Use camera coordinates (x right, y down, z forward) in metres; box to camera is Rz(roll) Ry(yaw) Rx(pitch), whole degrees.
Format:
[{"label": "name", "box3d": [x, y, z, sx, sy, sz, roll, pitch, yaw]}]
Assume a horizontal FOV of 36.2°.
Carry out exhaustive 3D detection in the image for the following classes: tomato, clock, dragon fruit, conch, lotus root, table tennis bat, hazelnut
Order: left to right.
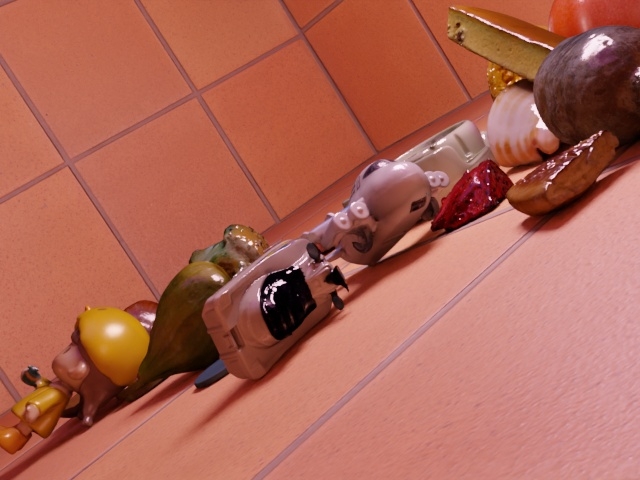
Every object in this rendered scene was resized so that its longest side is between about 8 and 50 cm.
[{"label": "hazelnut", "box3d": [-0.385, 0.202, 2.165, 0.154, 0.143, 0.143, 7, 6, -1]}, {"label": "table tennis bat", "box3d": [-0.139, 0.185, 1.545, 0.100, 0.019, 0.155, -27, 9, 49]}, {"label": "clock", "box3d": [0.210, -0.129, 1.866, 0.265, 0.109, 0.324, -29, 6, 37]}, {"label": "dragon fruit", "box3d": [0.219, -0.067, 1.494, 0.131, 0.063, 0.097, -29, 6, 35]}, {"label": "conch", "box3d": [0.353, -0.207, 1.635, 0.158, 0.127, 0.255, -32, 5, -5]}, {"label": "lotus root", "box3d": [0.381, -0.207, 1.309, 0.175, 0.175, 0.349, -32, 5, 4]}, {"label": "tomato", "box3d": [0.535, -0.390, 1.750, 0.255, 0.225, 0.256, -17, 2, 1]}]

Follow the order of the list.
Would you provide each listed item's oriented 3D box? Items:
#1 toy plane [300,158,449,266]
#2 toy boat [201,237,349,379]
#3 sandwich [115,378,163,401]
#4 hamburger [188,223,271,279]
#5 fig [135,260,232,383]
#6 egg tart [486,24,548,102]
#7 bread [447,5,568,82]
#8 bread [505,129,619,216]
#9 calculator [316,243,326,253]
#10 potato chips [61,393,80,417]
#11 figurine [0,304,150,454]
[{"label": "toy plane", "box3d": [0.086, -0.042, 1.554, 0.266, 0.123, 0.267, -31, -11, -7]}, {"label": "toy boat", "box3d": [-0.047, 0.079, 1.378, 0.140, 0.141, 0.269, -27, 6, 47]}, {"label": "sandwich", "box3d": [-0.323, 0.263, 1.840, 0.135, 0.029, 0.067, -35, 0, -16]}, {"label": "hamburger", "box3d": [-0.173, 0.066, 1.995, 0.167, 0.192, 0.288, -23, 6, 0]}, {"label": "fig", "box3d": [-0.208, 0.150, 1.686, 0.167, 0.167, 0.234, -50, -19, -73]}, {"label": "egg tart", "box3d": [0.442, -0.331, 2.038, 0.202, 0.203, 0.147, -33, -8, 1]}, {"label": "bread", "box3d": [0.367, -0.319, 1.669, 0.138, 0.077, 0.361, 1, 25, -32]}, {"label": "bread", "box3d": [0.283, -0.065, 1.163, 0.154, 0.054, 0.136, -36, 2, 28]}, {"label": "calculator", "box3d": [0.000, 0.000, 2.286, 0.220, 0.048, 0.329, -32, 3, 21]}, {"label": "potato chips", "box3d": [-0.481, 0.324, 2.091, 0.150, 0.049, 0.202, -40, 2, 19]}, {"label": "figurine", "box3d": [-0.483, 0.275, 1.908, 0.343, 0.187, 0.215, -42, 16, -10]}]
